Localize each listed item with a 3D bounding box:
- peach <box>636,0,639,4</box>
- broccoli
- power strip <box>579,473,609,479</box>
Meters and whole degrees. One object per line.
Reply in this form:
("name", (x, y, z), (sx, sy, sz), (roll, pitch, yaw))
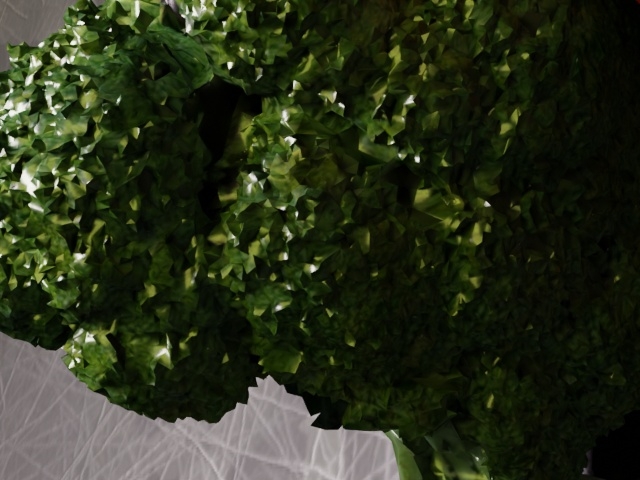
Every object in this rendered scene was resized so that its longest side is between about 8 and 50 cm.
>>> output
("peach", (0.253, -0.212, 0.736), (0.370, 0.370, 0.370), (-34, 42, 37))
("broccoli", (0.035, -0.034, 0.907), (0.321, 0.413, 0.310), (26, 128, 21))
("power strip", (0.146, 0.136, 0.953), (0.083, 0.017, 0.027), (3, 71, 57))
